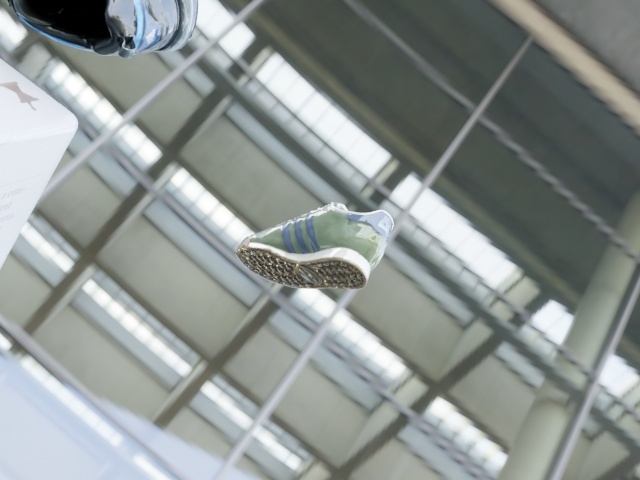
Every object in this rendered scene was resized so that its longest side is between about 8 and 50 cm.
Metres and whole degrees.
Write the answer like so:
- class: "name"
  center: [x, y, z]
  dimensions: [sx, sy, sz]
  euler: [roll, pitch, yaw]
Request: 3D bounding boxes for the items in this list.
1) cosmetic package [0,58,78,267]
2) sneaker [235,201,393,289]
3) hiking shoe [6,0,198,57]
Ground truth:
- class: "cosmetic package"
  center: [-0.500, -0.025, 1.412]
  dimensions: [0.327, 0.329, 0.393]
  euler: [37, -69, 11]
- class: "sneaker"
  center: [0.000, 0.000, 1.598]
  dimensions: [0.192, 0.086, 0.064]
  euler: [4, -39, 49]
- class: "hiking shoe"
  center: [-0.266, -0.265, 1.490]
  dimensions: [0.304, 0.132, 0.113]
  euler: [24, -63, 21]
